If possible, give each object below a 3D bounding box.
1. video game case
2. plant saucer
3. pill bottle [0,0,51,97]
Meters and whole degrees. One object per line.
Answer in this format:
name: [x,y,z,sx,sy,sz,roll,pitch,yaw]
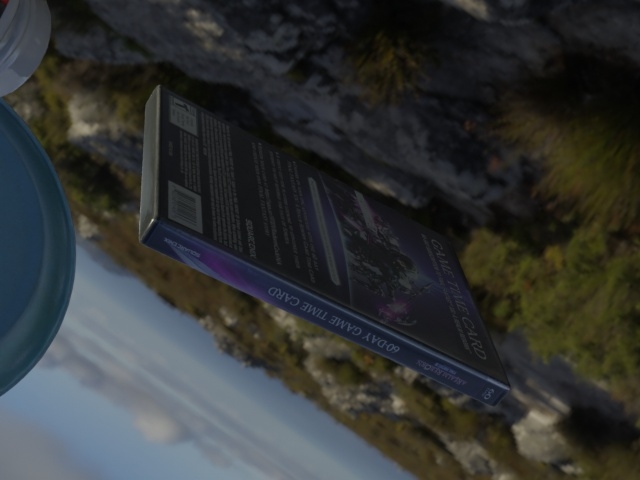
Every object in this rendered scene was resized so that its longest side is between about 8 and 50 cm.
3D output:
video game case: [0.000,0.000,0.760,0.274,0.026,0.196,28,-156,-22]
plant saucer: [-0.338,-0.004,0.788,0.317,0.317,0.044,39,-166,-18]
pill bottle: [-0.212,-0.139,0.532,0.108,0.108,0.180,32,176,20]
